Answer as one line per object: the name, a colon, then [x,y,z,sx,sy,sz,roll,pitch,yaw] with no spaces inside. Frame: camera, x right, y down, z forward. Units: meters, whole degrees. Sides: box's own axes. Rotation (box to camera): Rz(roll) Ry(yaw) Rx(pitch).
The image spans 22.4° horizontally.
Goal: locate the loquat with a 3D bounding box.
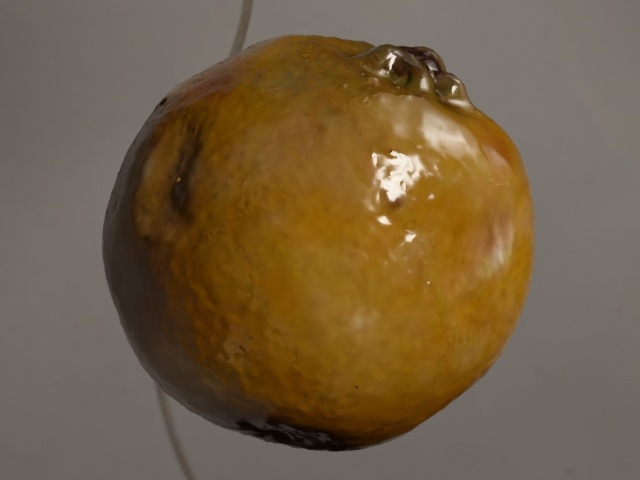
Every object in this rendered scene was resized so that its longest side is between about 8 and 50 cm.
loquat: [0.000,0.000,1.208,0.328,0.328,0.328,2,117,4]
